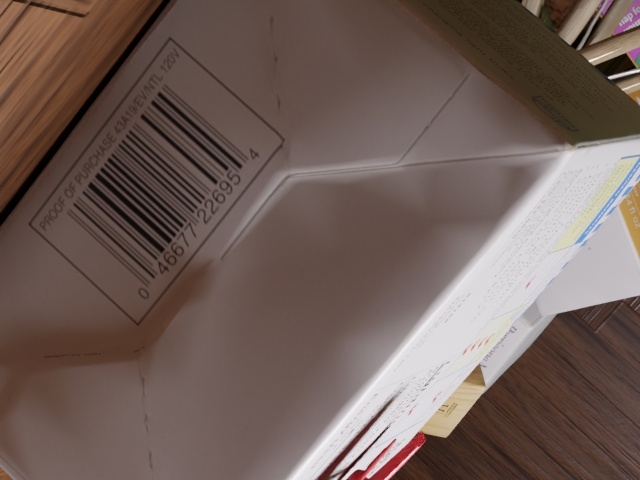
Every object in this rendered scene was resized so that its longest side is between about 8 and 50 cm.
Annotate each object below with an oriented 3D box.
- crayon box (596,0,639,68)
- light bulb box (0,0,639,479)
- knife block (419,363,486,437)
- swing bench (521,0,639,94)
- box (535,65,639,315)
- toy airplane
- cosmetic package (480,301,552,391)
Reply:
[{"bbox_3d":[0.509,-0.343,1.999,0.363,0.106,0.313,-37,177,30],"label":"crayon box"},{"bbox_3d":[0.000,0.000,1.134,0.358,0.225,0.361,-50,169,15],"label":"light bulb box"},{"bbox_3d":[0.038,0.105,1.869,0.088,0.242,0.275,-56,-150,36],"label":"knife block"},{"bbox_3d":[0.294,-0.201,1.740,0.255,0.165,0.253,-39,171,5],"label":"swing bench"},{"bbox_3d":[0.374,-0.082,2.095,0.345,0.215,0.168,-27,-173,-42],"label":"box"},{"bbox_3d":[0.015,0.153,1.067,0.151,0.028,0.151,-43,169,-10],"label":"toy airplane"},{"bbox_3d":[0.184,0.055,2.171,0.151,0.184,0.151,-36,164,-46],"label":"cosmetic package"}]
